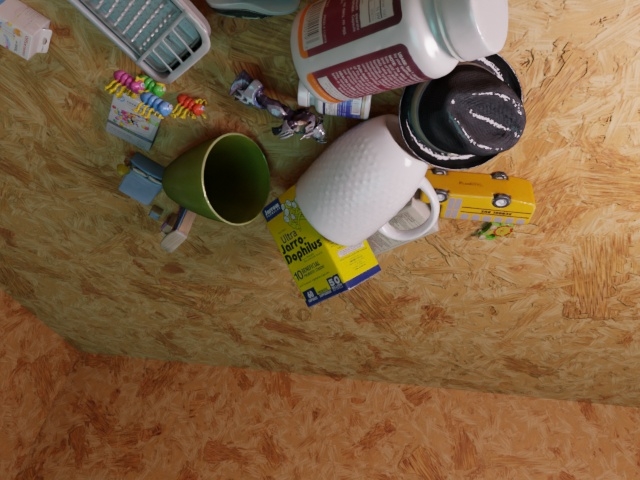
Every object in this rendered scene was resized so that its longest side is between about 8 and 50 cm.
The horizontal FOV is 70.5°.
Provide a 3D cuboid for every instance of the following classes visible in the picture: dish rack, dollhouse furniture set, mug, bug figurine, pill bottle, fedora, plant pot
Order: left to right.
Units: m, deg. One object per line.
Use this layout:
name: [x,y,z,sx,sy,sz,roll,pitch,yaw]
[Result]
dish rack: [-0.417,-0.540,1.035,0.286,0.072,0.333,-9,138,47]
dollhouse furniture set: [-0.628,-0.112,1.624,0.303,0.198,0.286,32,138,-24]
bug figurine: [-0.437,-0.389,1.224,0.216,0.279,0.072,29,109,1]
plant pot: [-0.360,-0.190,1.434,0.294,0.274,0.275,4,145,36]
pill bottle: [0.040,-0.381,1.175,0.187,0.112,0.112,9,143,4]
mug: [0.167,-0.150,1.284,0.374,0.276,0.328,42,129,-7]
pill bottle: [0.150,-0.425,0.918,0.392,0.224,0.224,0,144,41]
fedora: [0.359,-0.298,1.065,0.334,0.152,0.334,-6,115,-13]

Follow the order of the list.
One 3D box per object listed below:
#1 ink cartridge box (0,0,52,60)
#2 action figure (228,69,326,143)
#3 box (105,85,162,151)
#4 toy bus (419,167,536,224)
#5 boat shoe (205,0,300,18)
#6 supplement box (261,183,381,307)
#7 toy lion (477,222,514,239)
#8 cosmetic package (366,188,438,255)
ink cartridge box: [-0.789,-0.555,1.183,0.143,0.090,0.092,30,139,-22]
action figure: [-0.102,-0.344,1.227,0.285,0.185,0.099,32,111,-3]
box: [-0.574,-0.375,1.403,0.145,0.038,0.186,26,139,-19]
toy bus: [0.471,-0.134,1.386,0.333,0.108,0.130,5,144,7]
boat shoe: [-0.153,-0.553,1.046,0.219,0.077,0.070,7,179,3]
supplement box: [0.000,0.000,1.461,0.194,0.195,0.356,-31,84,41]
toy lion: [0.603,-0.032,1.548,0.096,0.034,0.100,14,143,-15]
cosmetic package: [0.229,-0.066,1.518,0.296,0.129,0.153,-23,130,37]
